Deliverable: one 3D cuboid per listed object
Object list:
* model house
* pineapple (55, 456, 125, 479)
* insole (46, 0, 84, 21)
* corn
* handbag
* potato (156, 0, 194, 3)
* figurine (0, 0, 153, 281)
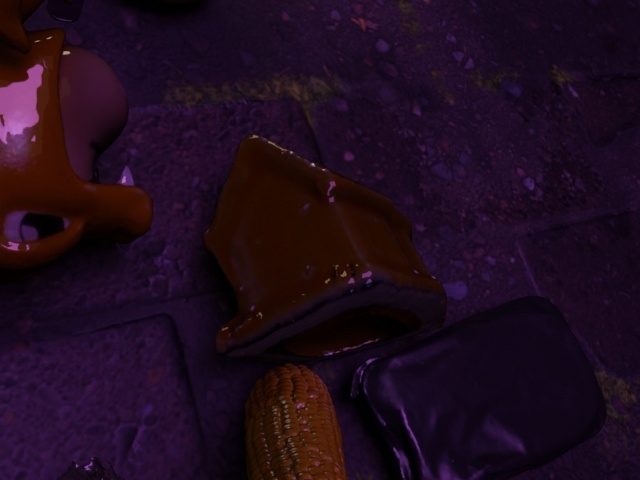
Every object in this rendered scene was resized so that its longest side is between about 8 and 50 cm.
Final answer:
[{"bbox_3d":[0.002,0.005,0.762,0.268,0.173,0.239,20,41,-53],"label":"model house"},{"bbox_3d":[-0.068,0.295,0.572,0.361,0.175,0.175,36,57,-9],"label":"pineapple"},{"bbox_3d":[-0.297,-0.326,0.836,0.053,0.002,0.152,15,62,-20],"label":"insole"},{"bbox_3d":[-0.022,0.189,0.611,0.091,0.260,0.091,-3,102,-7],"label":"corn"},{"bbox_3d":[0.191,0.189,0.803,0.332,0.075,0.191,-16,76,-30],"label":"handbag"},{"bbox_3d":[-0.223,-0.386,0.825,0.234,0.146,0.150,33,87,-13],"label":"potato"},{"bbox_3d":[-0.352,-0.137,0.587,0.401,0.268,0.387,-18,93,2],"label":"figurine"}]
